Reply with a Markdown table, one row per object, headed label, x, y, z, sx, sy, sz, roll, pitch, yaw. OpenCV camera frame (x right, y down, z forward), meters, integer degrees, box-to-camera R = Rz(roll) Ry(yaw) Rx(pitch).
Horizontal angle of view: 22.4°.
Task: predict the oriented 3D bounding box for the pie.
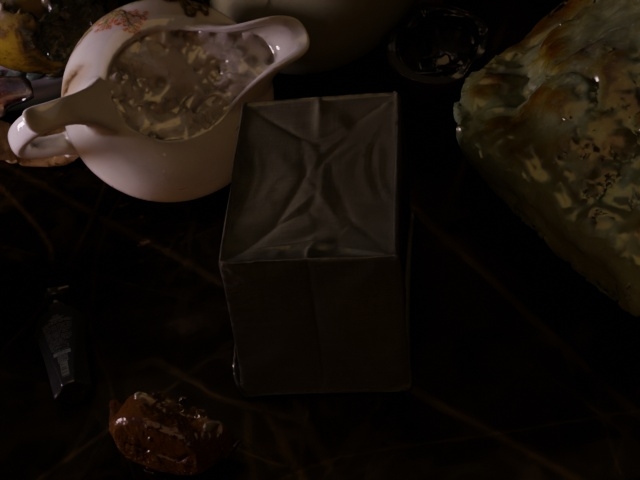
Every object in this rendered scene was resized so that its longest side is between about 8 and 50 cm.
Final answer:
| label | x | y | z | sx | sy | sz | roll | pitch | yaw |
| --- | --- | --- | --- | --- | --- | --- | --- | --- | --- |
| pie | 0.323 | -0.119 | 1.461 | 0.418 | 0.180 | 0.395 | -40 | 49 | -23 |

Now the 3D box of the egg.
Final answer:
| label | x | y | z | sx | sy | sz | roll | pitch | yaw |
| --- | --- | --- | --- | --- | --- | --- | --- | --- | --- |
| egg | -0.003 | -0.291 | 1.668 | 0.219 | 0.269 | 0.219 | 26 | 32 | -18 |

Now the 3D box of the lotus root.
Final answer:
| label | x | y | z | sx | sy | sz | roll | pitch | yaw |
| --- | --- | --- | --- | --- | --- | --- | --- | --- | --- |
| lotus root | -0.349 | -0.311 | 1.746 | 0.196 | 0.179 | 0.397 | -10 | 39 | -31 |

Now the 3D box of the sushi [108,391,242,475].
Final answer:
| label | x | y | z | sx | sy | sz | roll | pitch | yaw |
| --- | --- | --- | --- | --- | --- | --- | --- | --- | --- |
| sushi | -0.123 | 0.154 | 1.307 | 0.118 | 0.061 | 0.060 | 27 | 39 | 9 |

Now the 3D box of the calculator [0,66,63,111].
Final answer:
| label | x | y | z | sx | sy | sz | roll | pitch | yaw |
| --- | --- | --- | --- | --- | --- | --- | --- | --- | --- |
| calculator | -0.386 | -0.201 | 1.795 | 0.295 | 0.042 | 0.184 | 3 | 41 | 10 |

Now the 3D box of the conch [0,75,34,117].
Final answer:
| label | x | y | z | sx | sy | sz | roll | pitch | yaw |
| --- | --- | --- | --- | --- | --- | --- | --- | --- | --- |
| conch | -0.409 | -0.135 | 1.682 | 0.233 | 0.080 | 0.086 | -18 | 74 | 0 |

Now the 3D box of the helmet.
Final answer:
| label | x | y | z | sx | sy | sz | roll | pitch | yaw |
| --- | --- | --- | --- | --- | --- | --- | --- | --- | --- |
| helmet | 0.119 | -0.183 | 1.654 | 0.098 | 0.070 | 0.123 | 23 | 58 | 18 |

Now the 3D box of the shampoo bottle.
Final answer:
| label | x | y | z | sx | sy | sz | roll | pitch | yaw |
| --- | --- | --- | --- | --- | --- | --- | --- | --- | --- |
| shampoo bottle | -0.226 | 0.090 | 1.421 | 0.048 | 0.027 | 0.137 | -21 | 40 | -2 |

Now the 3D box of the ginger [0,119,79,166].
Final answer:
| label | x | y | z | sx | sy | sz | roll | pitch | yaw |
| --- | --- | --- | --- | --- | --- | --- | --- | --- | --- |
| ginger | -0.218 | -0.129 | 1.651 | 0.288 | 0.075 | 0.089 | -10 | 63 | -10 |

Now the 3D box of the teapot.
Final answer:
| label | x | y | z | sx | sy | sz | roll | pitch | yaw |
| --- | --- | --- | --- | --- | --- | --- | --- | --- | --- |
| teapot | -0.156 | -0.135 | 1.557 | 0.298 | 0.139 | 0.204 | -26 | 85 | -15 |

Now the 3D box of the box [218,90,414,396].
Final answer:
| label | x | y | z | sx | sy | sz | roll | pitch | yaw |
| --- | --- | --- | --- | --- | --- | --- | --- | --- | --- |
| box | 0.000 | 0.000 | 1.392 | 0.155 | 0.149 | 0.231 | -2 | 39 | 7 |

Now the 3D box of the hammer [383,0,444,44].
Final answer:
| label | x | y | z | sx | sy | sz | roll | pitch | yaw |
| --- | --- | --- | --- | --- | --- | --- | --- | --- | --- |
| hammer | 0.176 | -0.334 | 1.839 | 0.111 | 0.043 | 0.365 | 0 | 39 | 45 |
